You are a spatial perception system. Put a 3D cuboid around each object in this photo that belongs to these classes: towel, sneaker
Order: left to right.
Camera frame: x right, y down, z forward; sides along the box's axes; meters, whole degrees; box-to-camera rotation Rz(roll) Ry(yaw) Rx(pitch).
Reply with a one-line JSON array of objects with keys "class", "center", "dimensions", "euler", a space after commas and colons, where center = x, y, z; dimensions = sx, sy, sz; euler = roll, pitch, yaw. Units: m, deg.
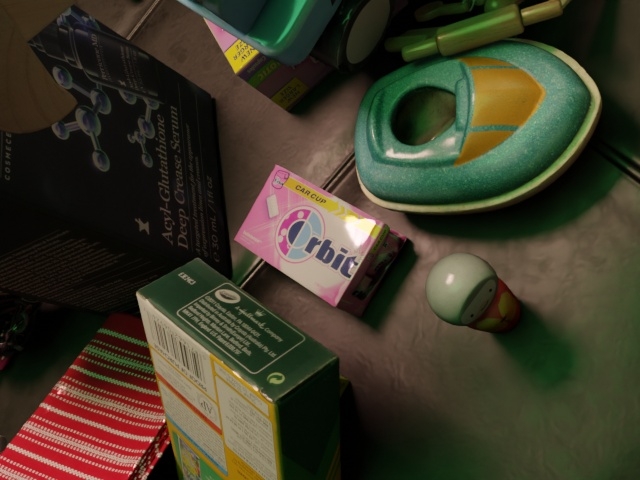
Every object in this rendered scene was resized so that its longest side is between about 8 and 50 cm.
[{"class": "sneaker", "center": [-0.447, 0.101, 1.069], "dimensions": [0.299, 0.121, 0.111], "euler": [-42, 56, 56]}, {"class": "towel", "center": [-0.257, 0.207, 0.906], "dimensions": [0.199, 0.031, 0.274], "euler": [11, 50, 29]}]

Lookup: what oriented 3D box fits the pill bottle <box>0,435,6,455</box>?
[{"class": "pill bottle", "center": [-0.473, 0.379, 1.030], "dimensions": [0.118, 0.118, 0.208], "euler": [-24, 63, 24]}]

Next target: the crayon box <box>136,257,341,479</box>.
[{"class": "crayon box", "center": [-0.076, 0.200, 0.780], "dimensions": [0.203, 0.083, 0.322], "euler": [31, 137, 35]}]

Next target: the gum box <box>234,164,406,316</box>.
[{"class": "gum box", "center": [0.000, 0.000, 0.885], "dimensions": [0.188, 0.062, 0.107], "euler": [31, 93, 35]}]

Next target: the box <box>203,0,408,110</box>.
[{"class": "box", "center": [-0.046, -0.338, 0.990], "dimensions": [0.214, 0.117, 0.242], "euler": [-39, 59, 16]}]

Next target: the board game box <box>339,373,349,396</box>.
[{"class": "board game box", "center": [-0.064, 0.127, 0.866], "dimensions": [0.181, 0.092, 0.043], "euler": [30, 91, 35]}]

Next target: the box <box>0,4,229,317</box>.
[{"class": "box", "center": [-0.321, -0.100, 0.917], "dimensions": [0.212, 0.395, 0.293], "euler": [-20, 65, 26]}]

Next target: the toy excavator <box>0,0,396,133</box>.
[{"class": "toy excavator", "center": [-0.098, -0.280, 0.672], "dimensions": [0.222, 0.445, 0.432], "euler": [36, 101, 19]}]

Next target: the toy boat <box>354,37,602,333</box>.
[{"class": "toy boat", "center": [0.149, -0.064, 0.759], "dimensions": [0.268, 0.148, 0.318], "euler": [-12, 68, 29]}]

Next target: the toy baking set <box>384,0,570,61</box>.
[{"class": "toy baking set", "center": [0.192, -0.263, 0.808], "dimensions": [0.256, 0.030, 0.196], "euler": [-10, 35, 26]}]
